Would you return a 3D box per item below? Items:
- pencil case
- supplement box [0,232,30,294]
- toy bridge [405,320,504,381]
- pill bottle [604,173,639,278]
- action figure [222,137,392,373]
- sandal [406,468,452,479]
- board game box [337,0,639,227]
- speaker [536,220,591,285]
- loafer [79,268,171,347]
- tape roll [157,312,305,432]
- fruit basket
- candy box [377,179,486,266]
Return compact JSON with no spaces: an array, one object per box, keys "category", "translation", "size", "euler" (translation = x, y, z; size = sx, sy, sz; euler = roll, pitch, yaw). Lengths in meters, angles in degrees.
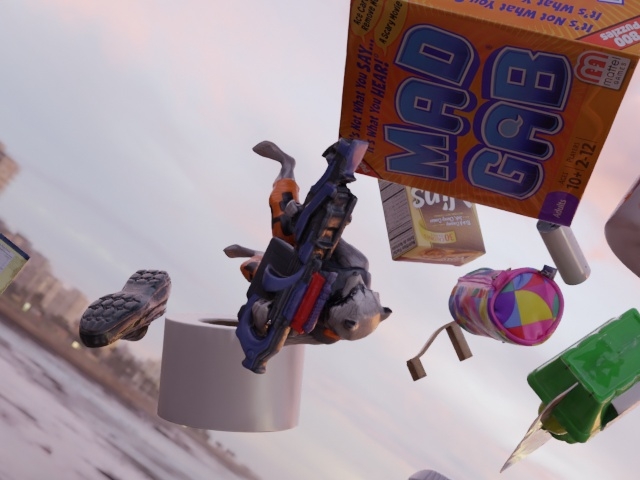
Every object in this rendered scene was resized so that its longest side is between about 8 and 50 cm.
[{"category":"pencil case","translation":[0.234,0.079,1.376],"size":[0.104,0.104,0.236],"euler":[36,-7,-3]},{"category":"supplement box","translation":[-0.477,0.044,1.549],"size":[0.056,0.083,0.083],"euler":[43,-31,-18]},{"category":"toy bridge","translation":[0.215,0.156,1.665],"size":[0.063,0.188,0.026],"euler":[66,-21,10]},{"category":"pill bottle","translation":[0.586,-0.106,1.462],"size":[0.224,0.392,0.224],"euler":[37,-9,7]},{"category":"action figure","translation":[0.000,0.000,1.436],"size":[0.178,0.341,0.330],"euler":[12,28,-38]},{"category":"sandal","translation":[0.233,0.487,1.857],"size":[0.265,0.102,0.076],"euler":[20,-39,52]},{"category":"board game box","translation":[0.245,-0.297,1.501],"size":[0.356,0.356,0.356],"euler":[15,-34,7]},{"category":"speaker","translation":[0.425,0.013,1.871],"size":[0.055,0.055,0.136],"euler":[21,-29,51]},{"category":"loafer","translation":[-0.262,0.106,1.476],"size":[0.076,0.078,0.223],"euler":[2,17,15]},{"category":"tape roll","translation":[-0.149,0.220,1.817],"size":[0.246,0.169,0.246],"euler":[5,0,0]},{"category":"fruit basket","translation":[0.496,0.289,1.956],"size":[0.165,0.327,0.353],"euler":[49,-26,28]},{"category":"candy box","translation":[0.208,-0.112,2.131],"size":[0.182,0.317,0.087],"euler":[5,-25,-35]}]
